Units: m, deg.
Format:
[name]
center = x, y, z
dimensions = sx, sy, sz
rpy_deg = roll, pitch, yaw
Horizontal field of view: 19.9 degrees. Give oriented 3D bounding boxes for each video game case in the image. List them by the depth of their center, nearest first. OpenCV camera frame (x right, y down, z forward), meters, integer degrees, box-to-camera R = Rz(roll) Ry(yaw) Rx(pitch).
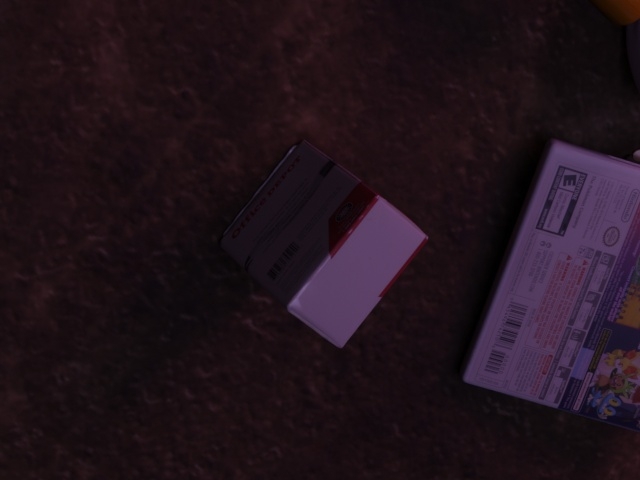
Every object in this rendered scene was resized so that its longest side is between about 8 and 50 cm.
[video game case]
center = 0.224, 0.040, 1.386
dimensions = 0.183, 0.023, 0.201
rpy_deg = 16, 106, -9

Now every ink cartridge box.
[ink cartridge box]
center = 0.000, 0.000, 1.257
dimensions = 0.056, 0.135, 0.099
rpy_deg = 38, 92, -30

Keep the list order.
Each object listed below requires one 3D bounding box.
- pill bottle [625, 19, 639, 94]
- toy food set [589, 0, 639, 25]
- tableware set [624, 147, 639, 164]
[pill bottle]
center = 0.364, -0.158, 1.344
dimensions = 0.246, 0.136, 0.136
rpy_deg = -5, 109, -19
[toy food set]
center = 0.235, -0.276, 1.269
dimensions = 0.104, 0.111, 0.232
rpy_deg = 37, 94, -27
[tableware set]
center = 0.329, -0.029, 1.403
dimensions = 0.194, 0.039, 0.128
rpy_deg = -7, 109, -2
